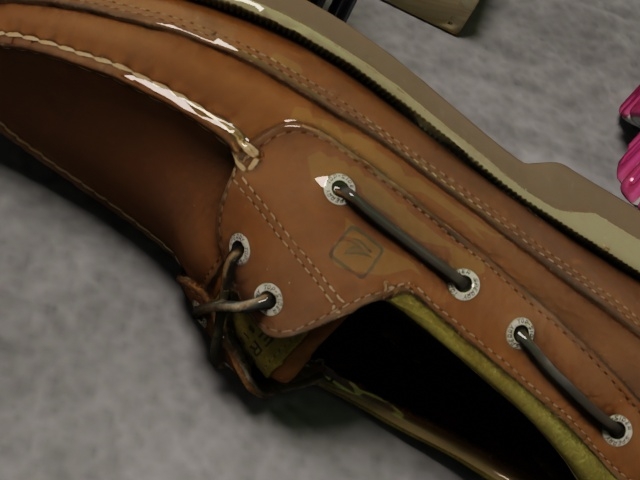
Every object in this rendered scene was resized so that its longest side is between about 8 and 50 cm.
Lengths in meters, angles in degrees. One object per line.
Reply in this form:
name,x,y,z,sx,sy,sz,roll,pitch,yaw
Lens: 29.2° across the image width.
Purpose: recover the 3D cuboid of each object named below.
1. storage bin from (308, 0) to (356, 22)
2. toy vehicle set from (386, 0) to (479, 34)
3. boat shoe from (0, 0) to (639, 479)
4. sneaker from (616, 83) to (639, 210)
storage bin,-0.076,-0.132,0.494,0.180,0.122,0.084,1,54,-24
toy vehicle set,0.036,-0.239,0.690,0.166,0.035,0.267,25,48,-5
boat shoe,0.000,0.000,0.432,0.307,0.111,0.104,25,62,-1
sneaker,0.201,-0.039,0.524,0.111,0.103,0.252,41,23,-1
